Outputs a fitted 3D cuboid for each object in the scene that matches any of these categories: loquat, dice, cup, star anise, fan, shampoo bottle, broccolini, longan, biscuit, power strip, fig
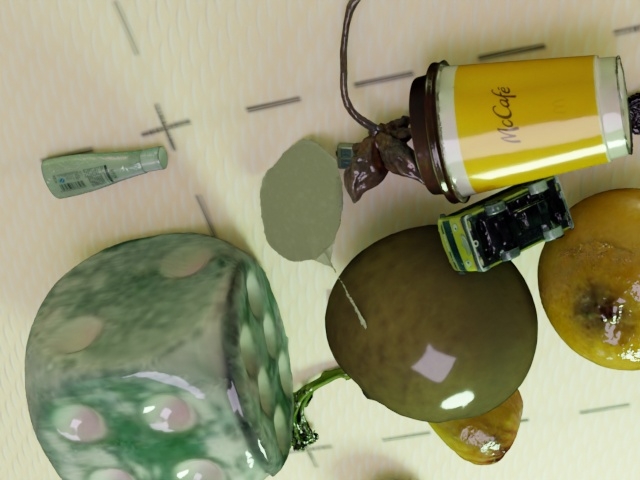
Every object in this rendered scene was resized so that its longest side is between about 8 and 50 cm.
[{"bbox_3d":[0.440,0.052,1.644,0.263,0.263,0.263,4,129,5],"label":"loquat"},{"bbox_3d":[-0.233,0.206,1.810,0.348,0.330,0.328,-7,128,15],"label":"dice"},{"bbox_3d":[0.261,-0.155,1.527,0.279,0.196,0.196,-7,127,20],"label":"cup"},{"bbox_3d":[0.063,-0.189,1.579,0.218,0.148,0.227,-51,124,-6],"label":"star anise"},{"bbox_3d":[0.001,0.000,1.665,0.010,0.310,0.182,3,141,-45],"label":"fan"},{"bbox_3d":[-0.324,-0.109,1.756,0.190,0.041,0.069,-10,121,15],"label":"shampoo bottle"},{"bbox_3d":[0.007,0.294,2.029,0.271,0.062,0.123,-31,128,25],"label":"broccolini"},{"bbox_3d":[0.159,0.123,1.709,0.319,0.319,0.319,4,129,5],"label":"longan"},{"bbox_3d":[0.452,-0.169,1.607,0.087,0.027,0.089,29,126,-13],"label":"biscuit"},{"bbox_3d":[0.066,-0.123,1.705,0.090,0.016,0.040,3,128,6],"label":"power strip"},{"bbox_3d":[0.213,0.260,1.931,0.257,0.159,0.159,32,129,9],"label":"fig"}]

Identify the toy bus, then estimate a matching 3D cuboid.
[{"bbox_3d":[0.247,-0.021,1.578,0.101,0.175,0.088,-7,105,60],"label":"toy bus"}]
